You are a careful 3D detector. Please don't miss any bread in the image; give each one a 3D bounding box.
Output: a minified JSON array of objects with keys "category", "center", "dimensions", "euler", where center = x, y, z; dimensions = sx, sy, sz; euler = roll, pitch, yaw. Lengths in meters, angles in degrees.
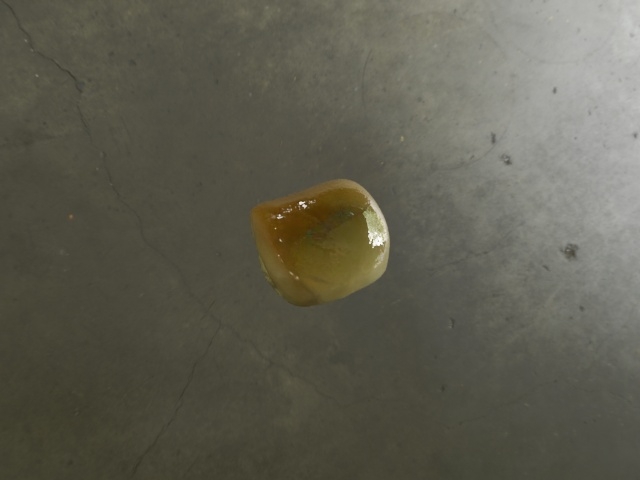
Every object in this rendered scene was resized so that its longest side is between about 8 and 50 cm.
[{"category":"bread","center":[0.000,0.000,1.455],"dimensions":[0.376,0.253,0.348],"euler":[-19,77,-21]}]
